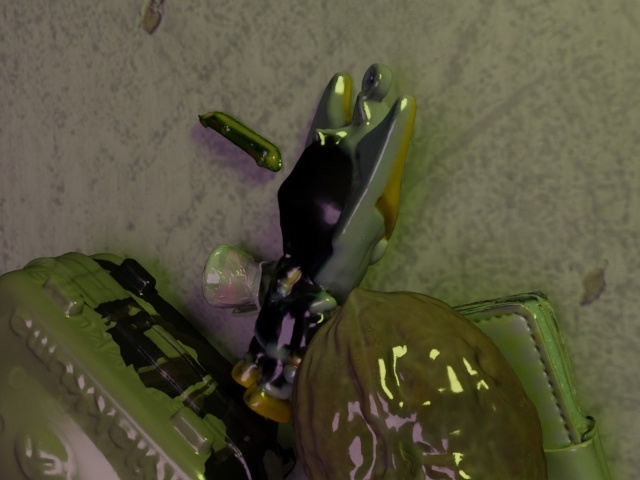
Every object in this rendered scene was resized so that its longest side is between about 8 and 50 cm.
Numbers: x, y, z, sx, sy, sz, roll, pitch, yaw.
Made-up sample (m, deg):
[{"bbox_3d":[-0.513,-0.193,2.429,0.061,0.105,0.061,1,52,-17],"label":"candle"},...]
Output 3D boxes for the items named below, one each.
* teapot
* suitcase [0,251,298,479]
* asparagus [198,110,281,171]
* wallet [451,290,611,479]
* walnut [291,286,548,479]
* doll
[{"bbox_3d":[-0.074,0.045,0.831,0.064,0.064,0.083,9,134,21],"label":"teapot"},{"bbox_3d":[-0.232,0.225,0.864,0.351,0.194,0.339,42,117,18],"label":"suitcase"},{"bbox_3d":[-0.081,-0.101,0.827,0.108,0.025,0.021,35,122,21],"label":"asparagus"},{"bbox_3d":[0.138,0.209,0.721,0.223,0.077,0.309,-17,90,33],"label":"wallet"},{"bbox_3d":[0.068,0.141,0.616,0.178,0.178,0.230,-25,82,30],"label":"walnut"},{"bbox_3d":[0.002,0.002,0.730,0.103,0.145,0.316,23,99,0],"label":"doll"}]
